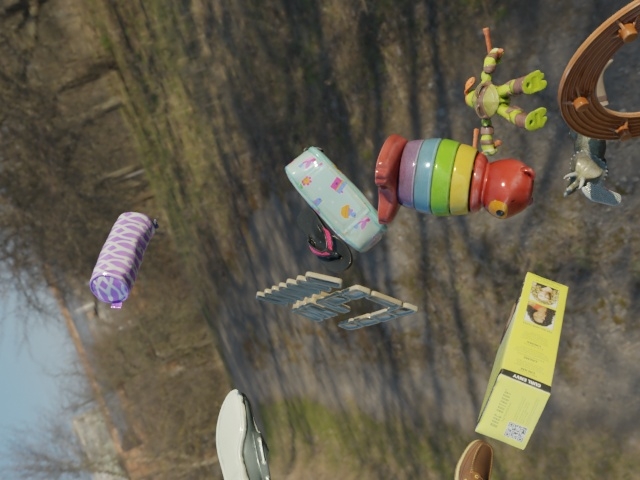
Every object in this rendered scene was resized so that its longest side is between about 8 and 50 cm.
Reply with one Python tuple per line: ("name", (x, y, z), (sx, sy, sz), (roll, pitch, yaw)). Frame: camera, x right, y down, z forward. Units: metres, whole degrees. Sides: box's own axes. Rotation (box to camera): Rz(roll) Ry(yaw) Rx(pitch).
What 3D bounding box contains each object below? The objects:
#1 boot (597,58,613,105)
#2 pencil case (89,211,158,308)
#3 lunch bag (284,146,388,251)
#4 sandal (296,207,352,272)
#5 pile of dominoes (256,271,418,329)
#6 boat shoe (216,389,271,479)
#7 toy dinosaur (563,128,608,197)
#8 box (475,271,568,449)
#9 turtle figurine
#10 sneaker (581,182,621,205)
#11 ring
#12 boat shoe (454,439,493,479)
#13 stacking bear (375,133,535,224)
("boot", (0.578, -0.320, 1.683), (0.087, 0.118, 0.042), (62, 177, 4))
("pencil case", (-0.395, 0.032, 1.616), (0.206, 0.086, 0.088), (-77, -11, -48))
("lunch bag", (0.039, -0.098, 1.904), (0.279, 0.108, 0.224), (48, -176, 6))
("sandal", (0.000, 0.000, 1.685), (0.179, 0.067, 0.040), (50, -163, 28))
("pile of dominoes", (0.022, 0.091, 1.357), (0.251, 0.196, 0.040), (-27, 45, 60))
("boat shoe", (-0.176, 0.517, 1.938), (0.116, 0.099, 0.319), (-39, 48, 37))
("toy dinosaur", (0.636, -0.234, 1.912), (0.160, 0.121, 0.313), (64, -148, -69))
("box", (0.237, 0.131, 0.931), (0.058, 0.232, 0.087), (20, 120, 11))
("turtle figurine", (0.350, -0.291, 1.593), (0.217, 0.087, 0.269), (20, 107, 62))
("sneaker", (0.753, -0.132, 2.206), (0.051, 0.134, 0.070), (-68, 25, 7))
("ring", (0.522, -0.256, 1.201), (0.336, 0.337, 0.032), (90, 167, -58))
("boat shoe", (0.254, 0.411, 1.318), (0.064, 0.178, 0.060), (39, 147, -21))
("stacking bear", (0.268, -0.114, 1.567), (0.175, 0.289, 0.164), (81, -156, -47))
